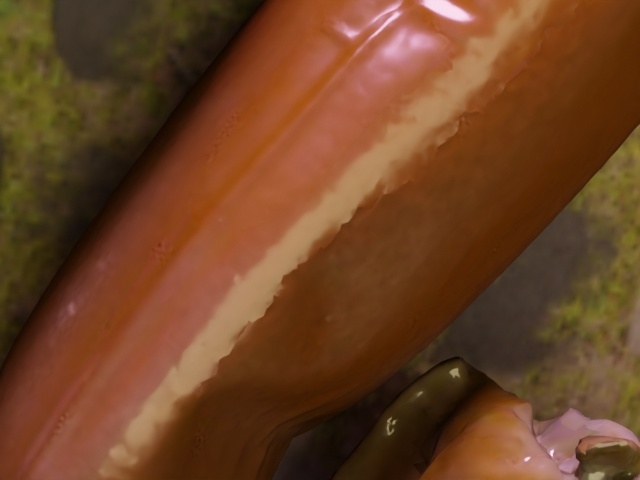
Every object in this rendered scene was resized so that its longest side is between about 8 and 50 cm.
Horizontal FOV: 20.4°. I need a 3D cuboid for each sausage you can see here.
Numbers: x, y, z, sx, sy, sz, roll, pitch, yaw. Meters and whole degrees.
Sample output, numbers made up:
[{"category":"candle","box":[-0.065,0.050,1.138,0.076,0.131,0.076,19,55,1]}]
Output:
[{"category":"sausage","box":[-0.004,-0.003,0.575,0.116,0.134,0.354,40,86,14]}]

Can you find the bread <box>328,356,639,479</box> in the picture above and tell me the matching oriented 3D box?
[{"category":"bread","box":[0.043,0.185,0.591,0.196,0.238,0.252,43,79,-22]}]
